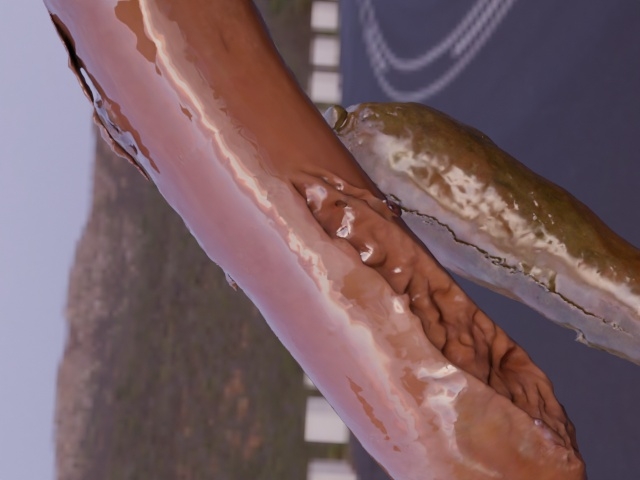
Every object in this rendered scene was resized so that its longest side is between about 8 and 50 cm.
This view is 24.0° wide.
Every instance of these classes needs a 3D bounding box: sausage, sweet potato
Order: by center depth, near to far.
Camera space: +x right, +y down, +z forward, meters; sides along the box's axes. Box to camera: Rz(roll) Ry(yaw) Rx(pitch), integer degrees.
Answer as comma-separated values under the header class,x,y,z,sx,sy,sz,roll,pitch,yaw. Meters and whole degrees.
class,x,y,z,sx,sy,sz,roll,pitch,yaw
sausage,0.001,0.000,0.515,0.304,0.078,0.078,54,-171,-11
sweet potato,0.118,0.007,0.779,0.075,0.273,0.075,-52,-15,-20
